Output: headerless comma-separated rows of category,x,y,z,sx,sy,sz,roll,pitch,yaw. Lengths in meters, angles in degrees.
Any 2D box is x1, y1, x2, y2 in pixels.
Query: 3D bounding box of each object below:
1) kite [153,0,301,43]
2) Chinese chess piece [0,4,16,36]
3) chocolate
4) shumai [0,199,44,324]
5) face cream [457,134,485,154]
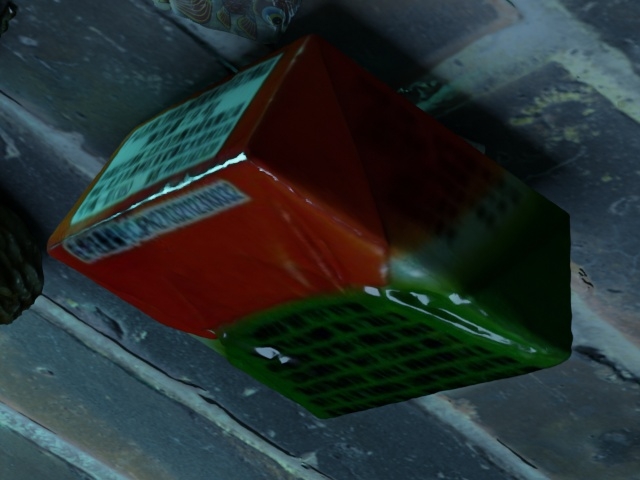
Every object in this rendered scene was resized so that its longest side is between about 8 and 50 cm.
kite,-0.127,-0.223,1.458,0.229,0.016,0.127,13,143,-4
Chinese chess piece,-0.385,-0.196,1.519,0.237,0.092,0.238,9,145,6
chocolate,0.000,0.000,1.552,0.341,0.161,0.360,33,151,-24
shumai,-0.399,0.034,1.747,0.189,0.218,0.256,-21,133,28
face cream,0.077,-0.089,1.550,0.130,0.034,0.034,19,145,-7
